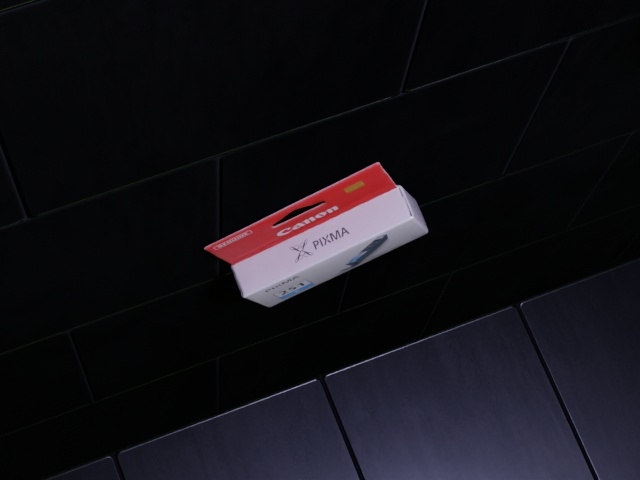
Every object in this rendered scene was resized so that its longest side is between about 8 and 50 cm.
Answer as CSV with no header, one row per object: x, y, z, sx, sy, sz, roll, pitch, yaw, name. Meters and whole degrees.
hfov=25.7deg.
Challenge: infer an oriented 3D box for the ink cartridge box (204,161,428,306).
0.000,0.000,2.158,0.296,0.066,0.261,-26,164,9,ink cartridge box
